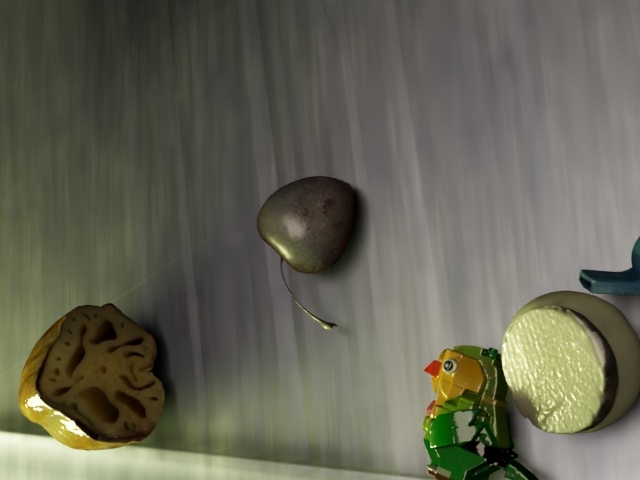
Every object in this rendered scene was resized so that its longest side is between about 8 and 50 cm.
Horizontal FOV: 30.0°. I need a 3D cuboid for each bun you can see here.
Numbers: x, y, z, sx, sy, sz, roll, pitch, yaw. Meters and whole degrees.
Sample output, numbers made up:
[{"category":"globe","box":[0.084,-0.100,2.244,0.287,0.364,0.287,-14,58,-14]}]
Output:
[{"category":"bun","box":[0.307,0.139,1.414,0.172,0.120,0.173,14,110,43]}]

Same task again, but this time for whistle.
[{"category":"whistle","box":[0.389,0.021,1.404,0.157,0.090,0.090,4,80,-7]}]

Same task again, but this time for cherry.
[{"category":"cherry","box":[0.005,-0.004,1.621,0.148,0.115,0.188,-37,67,-27]}]

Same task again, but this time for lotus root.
[{"category":"lotus root","box":[-0.340,0.219,1.738,0.180,0.199,0.188,-39,20,48]}]

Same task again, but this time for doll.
[{"category":"doll","box":[0.190,0.220,1.465,0.134,0.106,0.186,-16,72,28]}]
